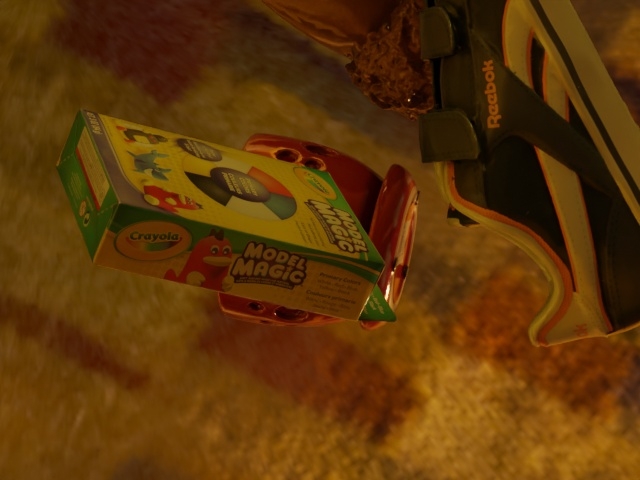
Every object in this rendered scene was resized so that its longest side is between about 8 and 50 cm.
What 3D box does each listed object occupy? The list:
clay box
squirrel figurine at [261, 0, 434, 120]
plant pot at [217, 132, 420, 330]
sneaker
[{"bbox_3d":[-0.054,-0.014,1.203,0.222,0.127,0.053,12,117,-27],"label":"clay box"},{"bbox_3d":[0.135,-0.337,1.875,0.281,0.397,0.370,15,125,-42],"label":"squirrel figurine"},{"bbox_3d":[0.000,0.000,1.819,0.174,0.191,0.191,12,97,9],"label":"plant pot"},{"bbox_3d":[0.108,-0.086,1.087,0.127,0.126,0.321,-28,88,6],"label":"sneaker"}]
